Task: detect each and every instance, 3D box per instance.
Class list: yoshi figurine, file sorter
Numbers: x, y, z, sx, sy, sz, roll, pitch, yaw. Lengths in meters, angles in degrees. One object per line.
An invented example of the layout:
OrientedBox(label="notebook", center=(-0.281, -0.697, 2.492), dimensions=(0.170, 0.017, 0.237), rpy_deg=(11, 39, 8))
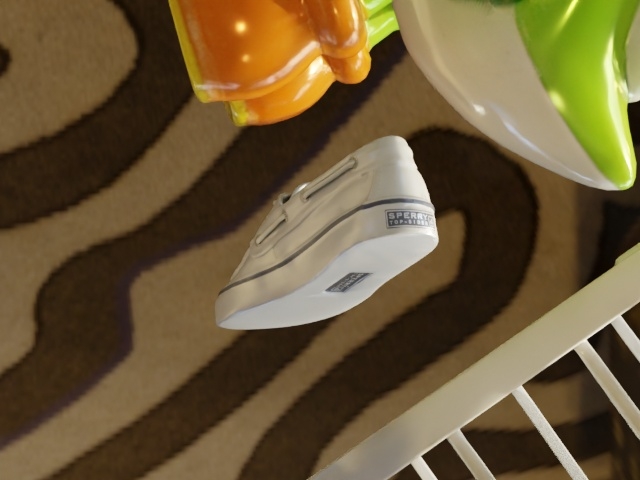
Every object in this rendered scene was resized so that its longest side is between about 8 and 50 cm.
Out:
OrientedBox(label="yoshi figurine", center=(0.114, -0.166, 0.505), dimensions=(0.362, 0.204, 0.203), rpy_deg=(-16, 139, 1))
OrientedBox(label="file sorter", center=(0.086, 0.146, 0.697), dimensions=(0.277, 0.173, 0.193), rpy_deg=(-33, 171, -8))

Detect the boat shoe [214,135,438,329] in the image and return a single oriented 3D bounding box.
OrientedBox(label="boat shoe", center=(0.000, 0.000, 1.139), dimensions=(0.095, 0.084, 0.258), rpy_deg=(5, 159, -34))
